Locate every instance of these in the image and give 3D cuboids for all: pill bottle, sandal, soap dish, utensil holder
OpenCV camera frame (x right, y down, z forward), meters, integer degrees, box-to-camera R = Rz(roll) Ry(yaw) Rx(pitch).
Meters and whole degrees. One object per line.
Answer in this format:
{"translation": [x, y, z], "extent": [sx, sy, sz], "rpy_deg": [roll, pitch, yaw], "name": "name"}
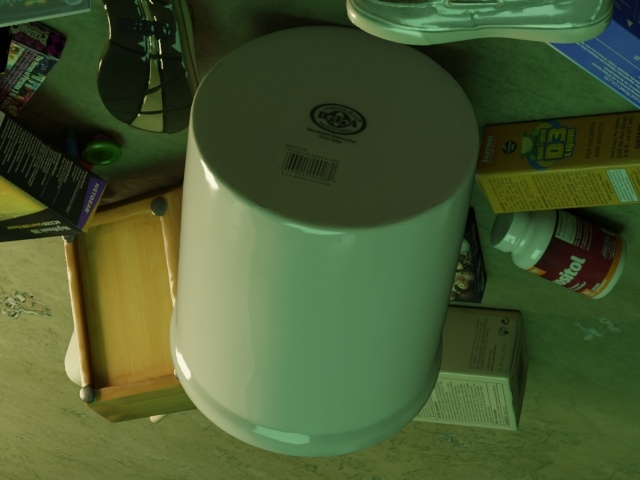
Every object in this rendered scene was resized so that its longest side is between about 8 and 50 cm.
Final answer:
{"translation": [0.286, 0.007, 1.943], "extent": [0.152, 0.086, 0.086], "rpy_deg": [23, 148, -13], "name": "pill bottle"}
{"translation": [-0.180, -0.237, 1.754], "extent": [0.120, 0.086, 0.302], "rpy_deg": [14, 134, 11], "name": "sandal"}
{"translation": [-0.216, 0.077, 2.061], "extent": [0.229, 0.290, 0.118], "rpy_deg": [-13, 171, 33], "name": "soap dish"}
{"translation": [0.000, 0.000, 1.792], "extent": [0.328, 0.327, 0.385], "rpy_deg": [12, 138, 3], "name": "utensil holder"}

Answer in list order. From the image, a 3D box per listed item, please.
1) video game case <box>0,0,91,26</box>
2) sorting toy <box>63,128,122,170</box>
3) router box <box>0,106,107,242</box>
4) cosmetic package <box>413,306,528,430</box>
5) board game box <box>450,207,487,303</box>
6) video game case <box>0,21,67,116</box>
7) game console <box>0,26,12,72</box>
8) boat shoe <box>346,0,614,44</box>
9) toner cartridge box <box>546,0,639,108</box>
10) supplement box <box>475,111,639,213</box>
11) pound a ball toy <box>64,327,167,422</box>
{"translation": [-0.335, -0.291, 1.670], "extent": [0.190, 0.022, 0.173], "rpy_deg": [-13, 142, -15], "name": "video game case"}
{"translation": [-0.299, -0.115, 2.034], "extent": [0.102, 0.042, 0.061], "rpy_deg": [-27, 147, 31], "name": "sorting toy"}
{"translation": [-0.459, -0.089, 2.020], "extent": [0.309, 0.081, 0.243], "rpy_deg": [-5, 148, 45], "name": "router box"}
{"translation": [0.126, 0.171, 2.242], "extent": [0.309, 0.113, 0.160], "rpy_deg": [6, 147, 15], "name": "cosmetic package"}
{"translation": [0.085, 0.013, 2.073], "extent": [0.243, 0.042, 0.165], "rpy_deg": [4, 147, 16], "name": "board game box"}
{"translation": [-0.440, -0.221, 1.911], "extent": [0.210, 0.041, 0.232], "rpy_deg": [26, 147, -18], "name": "video game case"}
{"translation": [-0.437, -0.324, 1.698], "extent": [0.213, 0.044, 0.361], "rpy_deg": [10, 139, -1], "name": "game console"}
{"translation": [0.133, -0.218, 1.355], "extent": [0.228, 0.079, 0.081], "rpy_deg": [2, 138, 10], "name": "boat shoe"}
{"translation": [0.269, -0.240, 1.484], "extent": [0.348, 0.165, 0.075], "rpy_deg": [31, 145, -24], "name": "toner cartridge box"}
{"translation": [0.295, -0.088, 1.798], "extent": [0.233, 0.078, 0.080], "rpy_deg": [-5, 143, 28], "name": "supplement box"}
{"translation": [-0.249, 0.150, 2.265], "extent": [0.136, 0.208, 0.319], "rpy_deg": [31, 146, -25], "name": "pound a ball toy"}
